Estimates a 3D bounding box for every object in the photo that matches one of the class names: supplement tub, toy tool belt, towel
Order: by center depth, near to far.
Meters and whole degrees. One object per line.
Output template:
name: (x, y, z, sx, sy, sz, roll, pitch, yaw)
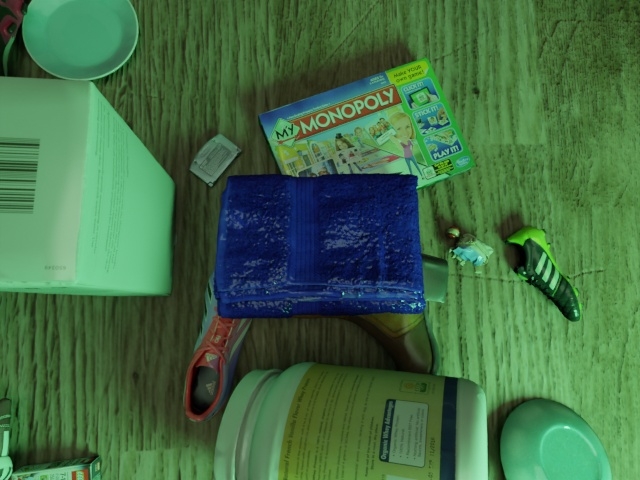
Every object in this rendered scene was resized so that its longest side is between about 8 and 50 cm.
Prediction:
supplement tub: (0.047, 0.282, 0.585, 0.317, 0.228, 0.228, 1, 82, 18)
towel: (0.000, 0.000, 0.665, 0.309, 0.076, 0.227, -1, 74, -1)
toy tool belt: (0.247, 0.017, 0.762, 0.083, 0.052, 0.051, 31, 73, 0)

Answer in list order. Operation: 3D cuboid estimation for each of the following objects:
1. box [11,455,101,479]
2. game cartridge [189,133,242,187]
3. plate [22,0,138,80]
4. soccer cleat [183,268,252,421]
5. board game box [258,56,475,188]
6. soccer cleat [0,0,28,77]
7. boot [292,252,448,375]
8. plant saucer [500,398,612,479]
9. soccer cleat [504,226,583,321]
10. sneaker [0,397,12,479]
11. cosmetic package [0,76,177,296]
box: (-0.384, 0.437, 0.658, 0.114, 0.036, 0.206, -6, 83, -6)
game cartridge: (-0.181, -0.138, 0.759, 0.056, 0.017, 0.083, 39, 81, -3)
plate: (-0.404, -0.356, 0.761, 0.188, 0.024, 0.187, 1, 82, -5)
soccer cleat: (-0.156, 0.150, 0.685, 0.083, 0.095, 0.247, 13, 82, -4)
board game box: (0.079, -0.166, 0.772, 0.318, 0.046, 0.213, -22, 86, -7)
soccer cleat: (-0.553, -0.302, 0.691, 0.143, 0.116, 0.330, -4, 83, 16)
boot: (0.047, 0.130, 0.711, 0.281, 0.096, 0.263, 8, 90, 0)
plant saucer: (0.383, 0.349, 0.705, 0.195, 0.037, 0.194, 5, 60, -9)
soccer cleat: (0.382, 0.062, 0.770, 0.073, 0.060, 0.178, -25, 79, 2)
sneaker: (-0.582, 0.272, 0.642, 0.282, 0.106, 0.162, 0, 69, -7)
cosmetic package: (-0.294, -0.029, 0.558, 0.155, 0.365, 0.196, 1, 80, -7)
